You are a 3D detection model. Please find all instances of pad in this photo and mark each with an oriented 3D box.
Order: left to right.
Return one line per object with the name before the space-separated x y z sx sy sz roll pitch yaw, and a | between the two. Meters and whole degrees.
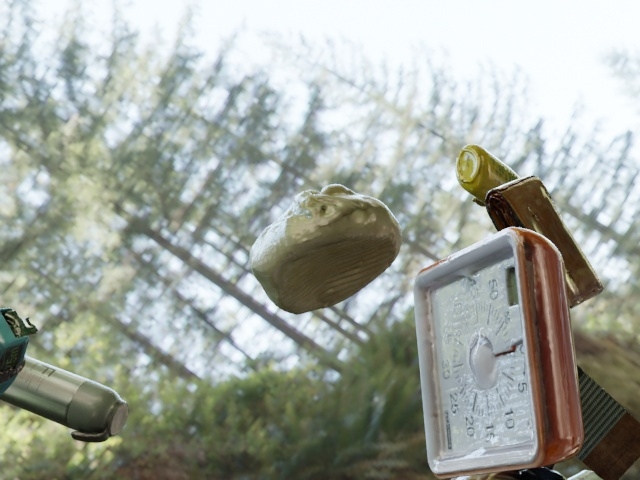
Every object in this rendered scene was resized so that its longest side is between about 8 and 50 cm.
pad | 0.348 0.312 1.809 0.055 0.250 0.323 -23 -29 -50

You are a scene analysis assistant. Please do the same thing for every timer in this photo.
timer | 0.216 0.134 1.316 0.250 0.161 0.257 117 150 -74

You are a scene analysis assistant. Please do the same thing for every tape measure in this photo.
tape measure | -0.411 0.146 1.339 0.146 0.081 0.125 -12 -36 -42

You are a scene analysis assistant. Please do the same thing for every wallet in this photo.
wallet | 0.306 0.005 1.581 0.042 0.195 0.161 -35 -9 29

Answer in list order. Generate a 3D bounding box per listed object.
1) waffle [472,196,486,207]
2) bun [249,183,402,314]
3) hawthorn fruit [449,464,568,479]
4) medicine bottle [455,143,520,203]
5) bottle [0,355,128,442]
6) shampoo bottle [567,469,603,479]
waffle | 0.346 -0.085 2.352 0.085 0.078 0.016 136 153 -68
bun | 0.000 0.000 1.673 0.231 0.133 0.231 -18 -31 -12
hawthorn fruit | 0.282 0.472 1.732 0.316 0.316 0.316 -45 -25 -27
medicine bottle | 0.372 -0.085 2.234 0.076 0.111 0.309 -27 -40 33
bottle | -0.422 0.240 1.779 0.079 0.254 0.096 87 -154 -52
shampoo bottle | 0.518 0.524 2.301 0.234 0.118 0.087 -13 -56 -38
